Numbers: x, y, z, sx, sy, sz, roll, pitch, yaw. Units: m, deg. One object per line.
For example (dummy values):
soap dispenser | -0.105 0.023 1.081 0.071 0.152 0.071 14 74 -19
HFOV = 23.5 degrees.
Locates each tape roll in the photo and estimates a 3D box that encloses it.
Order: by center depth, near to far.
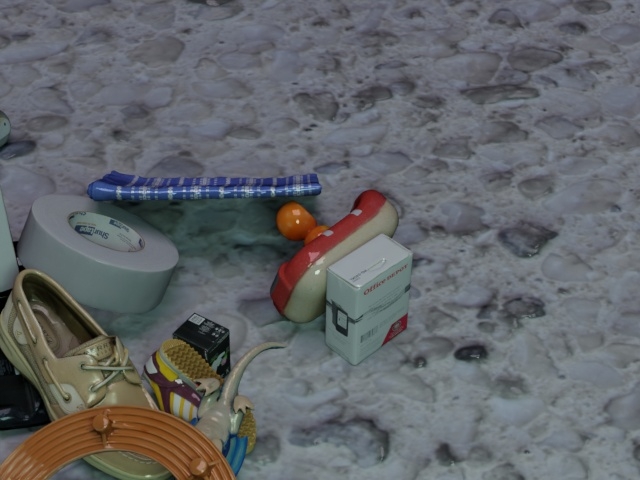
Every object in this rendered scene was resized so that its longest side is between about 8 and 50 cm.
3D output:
tape roll | -0.314 0.017 2.173 0.219 0.072 0.219 21 19 -7

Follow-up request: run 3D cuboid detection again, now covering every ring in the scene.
ring | -0.253 0.342 1.777 0.337 0.032 0.336 -5 61 10

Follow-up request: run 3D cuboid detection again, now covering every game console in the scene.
game console | -0.460 0.130 2.142 0.213 0.044 0.361 -13 43 -12

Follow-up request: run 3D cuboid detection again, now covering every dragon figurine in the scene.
dragon figurine | -0.137 0.251 1.928 0.085 0.144 0.289 20 50 7

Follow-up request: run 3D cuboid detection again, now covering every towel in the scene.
towel | -0.167 -0.083 2.284 0.336 0.040 0.243 -1 4 -1

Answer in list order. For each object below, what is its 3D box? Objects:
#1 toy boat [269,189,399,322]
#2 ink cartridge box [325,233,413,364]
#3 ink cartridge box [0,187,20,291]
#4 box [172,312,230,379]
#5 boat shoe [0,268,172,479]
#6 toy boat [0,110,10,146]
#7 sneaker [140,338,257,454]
toy boat | 0.000 0.000 2.195 0.151 0.151 0.231 44 54 14
ink cartridge box | 0.066 0.080 2.121 0.109 0.150 0.063 -32 52 -31
ink cartridge box | -0.555 -0.096 2.166 0.130 0.271 0.309 -22 38 -23
box | -0.160 0.152 2.087 0.062 0.083 0.052 24 46 24
boat shoe | -0.303 0.176 2.004 0.341 0.110 0.122 42 43 22
toy boat | -0.654 -0.173 2.422 0.318 0.148 0.267 -17 39 -8
sneaker | -0.161 0.219 2.035 0.185 0.084 0.069 50 36 13
